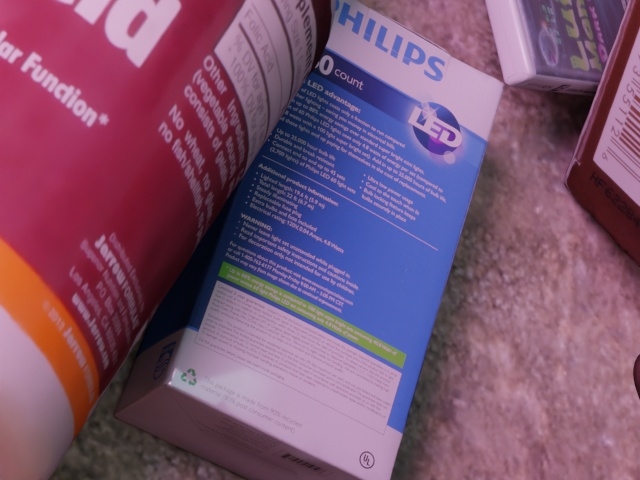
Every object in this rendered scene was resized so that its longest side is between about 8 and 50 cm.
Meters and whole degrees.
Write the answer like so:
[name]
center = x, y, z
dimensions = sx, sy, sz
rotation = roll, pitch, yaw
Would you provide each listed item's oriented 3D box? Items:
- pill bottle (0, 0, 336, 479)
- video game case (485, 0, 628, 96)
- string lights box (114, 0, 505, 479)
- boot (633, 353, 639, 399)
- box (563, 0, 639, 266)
[pill bottle]
center = -0.128, -0.092, 0.861
dimensions = 0.224, 0.224, 0.392
rotation = 37, 59, -12
[video game case]
center = 0.139, -0.182, 1.106
dimensions = 0.173, 0.022, 0.190
rotation = -2, 77, -56
[string lights box]
center = 0.000, 0.000, 0.985
dimensions = 0.133, 0.077, 0.260
rotation = 28, 61, -17
[boot]
center = 0.163, 0.190, 0.930
dimensions = 0.248, 0.207, 0.090
rotation = 63, 25, 4
[box]
center = 0.357, -0.097, 1.124
dimensions = 0.381, 0.191, 0.143
rotation = -7, 39, -30
